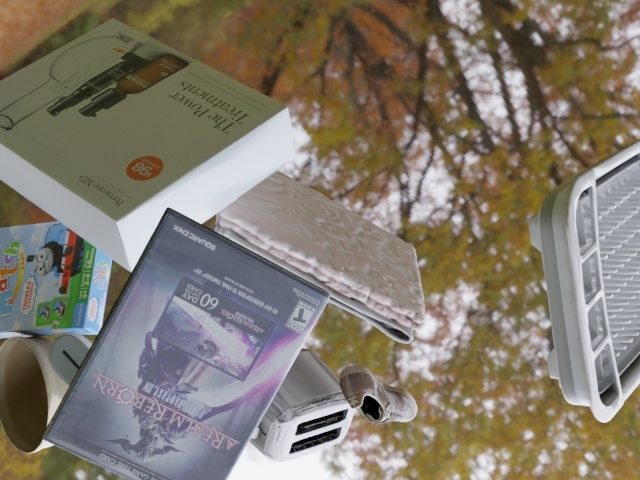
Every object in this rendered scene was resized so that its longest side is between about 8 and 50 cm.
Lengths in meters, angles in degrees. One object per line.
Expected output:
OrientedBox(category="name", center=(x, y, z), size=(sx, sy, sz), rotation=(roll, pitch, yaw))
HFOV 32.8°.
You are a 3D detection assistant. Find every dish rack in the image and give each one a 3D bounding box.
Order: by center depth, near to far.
OrientedBox(category="dish rack", center=(0.345, 0.037, 1.320), size=(0.072, 0.285, 0.333), rotation=(-2, -166, 36))

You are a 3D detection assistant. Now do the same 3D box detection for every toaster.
OrientedBox(category="toaster", center=(-0.045, 0.275, 1.821), size=(0.227, 0.146, 0.129), rotation=(-9, 128, -41))

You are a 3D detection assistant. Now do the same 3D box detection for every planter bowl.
OrientedBox(category="planter bowl", center=(-0.374, 0.209, 1.531), size=(0.109, 0.162, 0.162), rotation=(-5, 169, -43))

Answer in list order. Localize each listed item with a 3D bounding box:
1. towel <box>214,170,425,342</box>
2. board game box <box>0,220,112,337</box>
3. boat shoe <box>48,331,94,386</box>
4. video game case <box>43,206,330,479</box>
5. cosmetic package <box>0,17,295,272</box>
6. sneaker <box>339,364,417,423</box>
OrientedBox(category="towel", center=(0.000, 0.000, 1.595), size=(0.053, 0.332, 0.317), rotation=(-57, -170, 18))
OrientedBox(category="board game box", center=(-0.385, 0.054, 1.526), size=(0.211, 0.039, 0.160), rotation=(-6, -110, 32))
OrientedBox(category="boat shoe", center=(-0.246, 0.200, 1.367), size=(0.083, 0.226, 0.076), rotation=(-44, 163, 14))
OrientedBox(category="video game case", center=(-0.140, 0.130, 1.147), size=(0.274, 0.196, 0.026), rotation=(-61, -168, 2))
OrientedBox(category="cosmetic package", center=(-0.265, -0.143, 1.449), size=(0.377, 0.097, 0.284), rotation=(30, -124, 34))
OrientedBox(category="sneaker", center=(0.091, 0.264, 1.720), size=(0.066, 0.188, 0.071), rotation=(-28, -132, 27))
